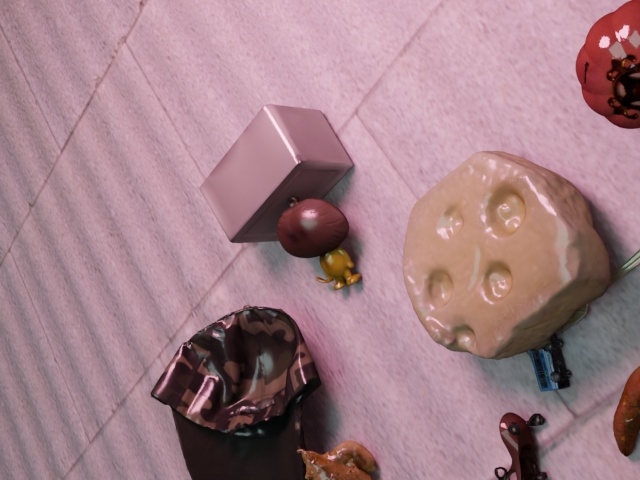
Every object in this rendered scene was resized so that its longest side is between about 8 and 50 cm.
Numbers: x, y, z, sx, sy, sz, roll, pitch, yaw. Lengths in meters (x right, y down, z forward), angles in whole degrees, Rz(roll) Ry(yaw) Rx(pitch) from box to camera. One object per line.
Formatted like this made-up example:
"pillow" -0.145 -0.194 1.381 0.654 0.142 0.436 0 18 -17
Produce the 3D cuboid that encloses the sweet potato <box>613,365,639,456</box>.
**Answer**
"sweet potato" 0.466 0.195 1.111 0.078 0.058 0.255 40 123 12

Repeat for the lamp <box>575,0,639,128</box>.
"lamp" 0.431 -0.234 1.074 0.182 0.140 0.182 13 136 12

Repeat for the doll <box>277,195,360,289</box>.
"doll" -0.006 0.003 1.506 0.145 0.096 0.188 2 122 34

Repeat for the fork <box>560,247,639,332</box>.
"fork" 0.412 0.063 1.176 0.219 0.028 0.034 -49 56 32

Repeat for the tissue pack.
"tissue pack" -0.084 -0.120 1.546 0.246 0.159 0.136 -46 63 32

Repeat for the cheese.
"cheese" 0.269 0.027 1.227 0.326 0.115 0.317 18 98 50

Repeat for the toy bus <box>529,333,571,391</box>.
"toy bus" 0.344 0.185 1.235 0.046 0.038 0.083 -23 75 44

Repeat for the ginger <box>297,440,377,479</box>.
"ginger" 0.051 0.455 1.468 0.059 0.133 0.214 109 139 -77

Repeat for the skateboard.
"skateboard" 0.304 0.342 1.266 0.080 0.067 0.151 -8 89 52

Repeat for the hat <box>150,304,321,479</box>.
"hat" -0.121 0.347 1.623 0.367 0.257 0.381 -2 126 28
